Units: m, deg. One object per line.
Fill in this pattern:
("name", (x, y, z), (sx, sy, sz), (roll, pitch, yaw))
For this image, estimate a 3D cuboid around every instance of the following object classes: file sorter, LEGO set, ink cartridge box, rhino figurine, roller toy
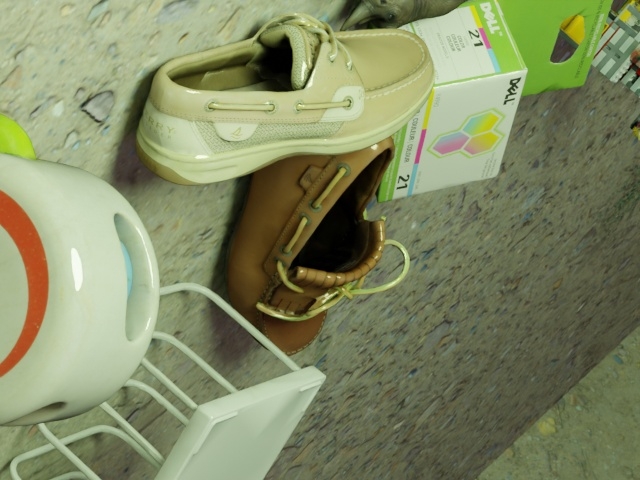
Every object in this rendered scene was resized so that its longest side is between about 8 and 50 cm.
("file sorter", (-0.167, 0.198, 1.725), (0.193, 0.173, 0.278), (-14, 141, -58))
("LEGO set", (0.378, -0.259, 1.959), (0.255, 0.192, 0.331), (-47, 151, 7))
("ink cartridge box", (0.172, -0.148, 1.772), (0.255, 0.097, 0.189), (-12, 150, -12))
("rhino figurine", (0.109, -0.245, 1.649), (0.243, 0.073, 0.106), (-36, 167, -27))
("roller toy", (-0.219, 0.038, 1.270), (0.209, 0.191, 0.146), (-53, 162, 11))

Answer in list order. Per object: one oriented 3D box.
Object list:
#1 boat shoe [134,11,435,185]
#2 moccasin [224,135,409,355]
("boat shoe", (-0.017, -0.134, 1.508), (0.302, 0.109, 0.098), (-19, 139, -34))
("moccasin", (0.002, -0.002, 1.760), (0.139, 0.147, 0.380), (-35, 157, -36))
